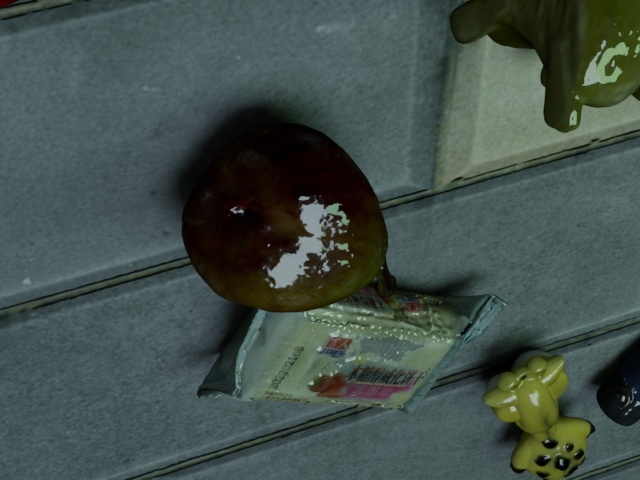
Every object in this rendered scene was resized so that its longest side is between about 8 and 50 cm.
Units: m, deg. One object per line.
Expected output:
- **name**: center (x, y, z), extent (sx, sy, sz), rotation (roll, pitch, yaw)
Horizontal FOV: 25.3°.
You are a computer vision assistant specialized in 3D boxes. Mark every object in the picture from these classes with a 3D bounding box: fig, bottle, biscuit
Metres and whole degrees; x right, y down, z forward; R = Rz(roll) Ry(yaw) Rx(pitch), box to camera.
- **fig**: center (0.001, 0.002, 1.309), extent (0.170, 0.145, 0.274), rotation (-53, 140, 8)
- **bottle**: center (0.445, 0.134, 1.763), extent (0.244, 0.072, 0.082), rotation (-47, 159, 22)
- **biscuit**: center (0.034, 0.106, 1.493), extent (0.309, 0.079, 0.186), rotation (11, 129, -36)

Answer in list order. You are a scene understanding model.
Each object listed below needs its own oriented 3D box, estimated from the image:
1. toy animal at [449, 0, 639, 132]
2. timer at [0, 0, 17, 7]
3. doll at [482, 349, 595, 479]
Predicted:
- **toy animal**: center (0.296, -0.174, 1.238), extent (0.363, 0.181, 0.180), rotation (10, 113, -39)
- **timer**: center (-0.174, -0.300, 0.692), extent (0.378, 0.378, 0.279), rotation (-22, 143, -8)
- **doll**: center (0.266, 0.218, 1.743), extent (0.117, 0.086, 0.291), rotation (-33, 143, -1)
